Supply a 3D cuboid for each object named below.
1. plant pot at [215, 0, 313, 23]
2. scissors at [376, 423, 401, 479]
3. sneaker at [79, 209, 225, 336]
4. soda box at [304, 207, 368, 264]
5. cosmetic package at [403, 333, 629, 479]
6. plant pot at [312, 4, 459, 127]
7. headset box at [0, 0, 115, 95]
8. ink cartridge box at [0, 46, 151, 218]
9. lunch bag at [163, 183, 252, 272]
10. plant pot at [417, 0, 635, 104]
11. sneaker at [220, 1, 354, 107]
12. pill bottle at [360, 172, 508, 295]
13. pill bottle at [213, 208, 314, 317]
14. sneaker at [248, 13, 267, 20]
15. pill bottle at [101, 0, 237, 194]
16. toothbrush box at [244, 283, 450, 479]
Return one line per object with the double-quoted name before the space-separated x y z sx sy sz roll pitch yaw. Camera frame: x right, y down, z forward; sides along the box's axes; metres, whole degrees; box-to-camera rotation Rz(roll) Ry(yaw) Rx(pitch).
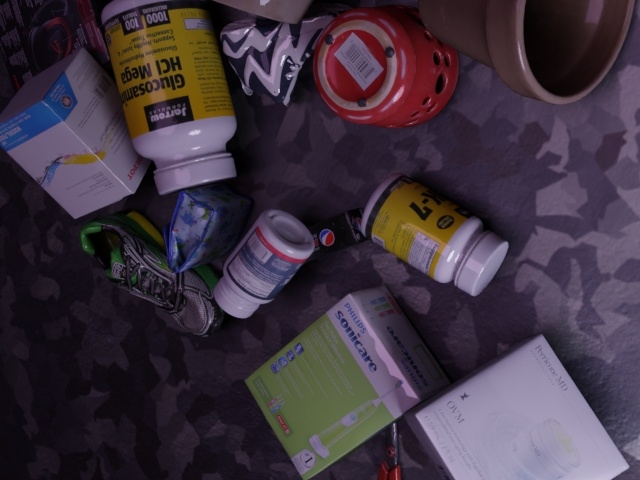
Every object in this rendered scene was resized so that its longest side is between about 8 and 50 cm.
"plant pot" -0.077 -0.484 1.316 0.323 0.323 0.280 26 107 25
"scissors" 0.131 0.385 1.539 0.109 0.021 0.297 22 107 35
"sneaker" -0.322 0.074 1.677 0.344 0.146 0.134 35 114 20
"soda box" 0.000 0.000 1.525 0.169 0.053 0.060 -21 88 33
"cosmetic package" 0.281 0.292 1.304 0.225 0.138 0.224 -31 81 -8
"plant pot" 0.092 -0.263 1.356 0.191 0.174 0.191 7 104 31
"headset box" -0.478 -0.402 1.703 0.293 0.110 0.218 -19 89 32
"ink cartridge box" -0.442 -0.191 1.628 0.168 0.171 0.232 -19 125 33
"lunch bag" -0.208 -0.018 1.602 0.096 0.129 0.151 31 115 24
"plant pot" 0.265 -0.336 1.219 0.229 0.263 0.263 26 112 45
"sneaker" -0.039 -0.301 1.481 0.235 0.094 0.153 -10 118 8
"pill bottle" 0.177 -0.008 1.381 0.208 0.119 0.119 32 114 21
"pill bottle" -0.101 0.043 1.498 0.108 0.108 0.180 48 120 15
"sneaker" -0.150 -0.501 1.517 0.151 0.094 0.255 12 123 55
"pill bottle" -0.254 -0.257 1.551 0.188 0.188 0.333 -13 92 32
"toothbrush box" 0.040 0.240 1.501 0.283 0.122 0.206 -43 73 30
